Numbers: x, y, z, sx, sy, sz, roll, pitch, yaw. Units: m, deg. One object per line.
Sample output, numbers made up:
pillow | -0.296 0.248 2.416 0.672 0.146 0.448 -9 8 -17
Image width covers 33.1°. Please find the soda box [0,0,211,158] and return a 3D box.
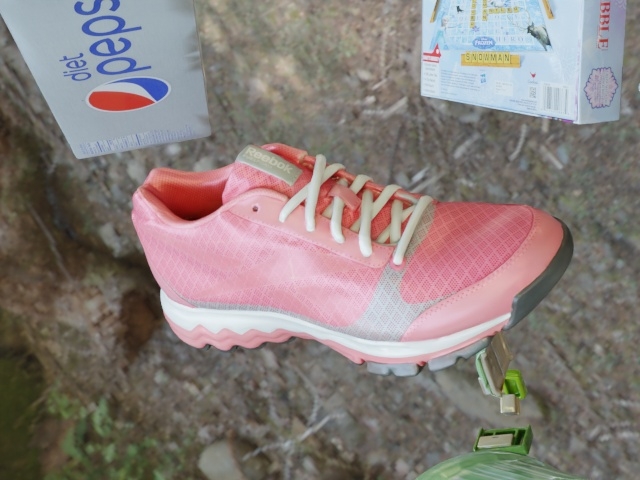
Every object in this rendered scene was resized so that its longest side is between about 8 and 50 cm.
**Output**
soda box | -0.115 -0.138 0.560 0.286 0.091 0.098 103 155 -76

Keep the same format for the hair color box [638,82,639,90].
hair color box | 0.402 -0.237 0.759 0.185 0.114 0.375 17 109 -14

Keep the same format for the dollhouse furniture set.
dollhouse furniture set | 0.173 0.155 1.124 0.058 0.076 0.152 -10 116 27

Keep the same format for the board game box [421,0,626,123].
board game box | 0.231 -0.314 1.267 0.318 0.065 0.318 26 120 59

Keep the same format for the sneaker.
sneaker | -0.001 0.000 0.689 0.313 0.116 0.136 -4 128 32

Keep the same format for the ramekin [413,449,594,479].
ramekin | 0.195 0.351 0.986 0.303 0.303 0.148 58 156 -8
